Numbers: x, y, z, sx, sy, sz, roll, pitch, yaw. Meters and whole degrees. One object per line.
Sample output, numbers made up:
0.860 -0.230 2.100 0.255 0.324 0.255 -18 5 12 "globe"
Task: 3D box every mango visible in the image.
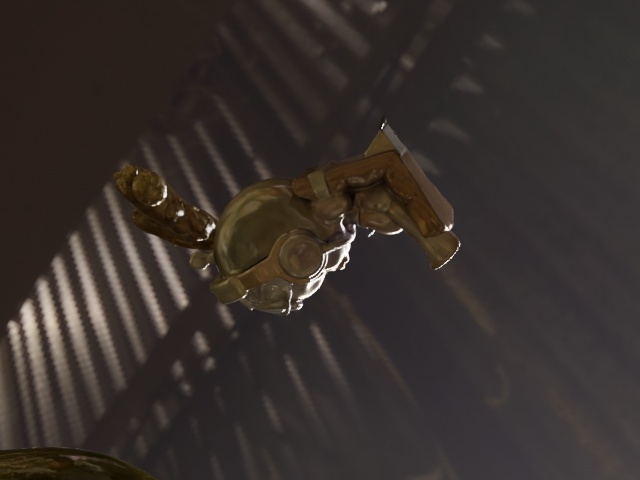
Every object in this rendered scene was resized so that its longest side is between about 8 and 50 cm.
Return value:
-0.261 0.252 1.346 0.129 0.289 0.146 -64 155 -59 "mango"

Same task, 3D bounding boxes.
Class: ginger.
-0.174 -0.034 1.789 0.193 0.176 0.053 -6 -119 67 "ginger"

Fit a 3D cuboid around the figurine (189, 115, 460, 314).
-0.002 -0.003 1.367 0.236 0.141 0.162 -27 -171 8 "figurine"
